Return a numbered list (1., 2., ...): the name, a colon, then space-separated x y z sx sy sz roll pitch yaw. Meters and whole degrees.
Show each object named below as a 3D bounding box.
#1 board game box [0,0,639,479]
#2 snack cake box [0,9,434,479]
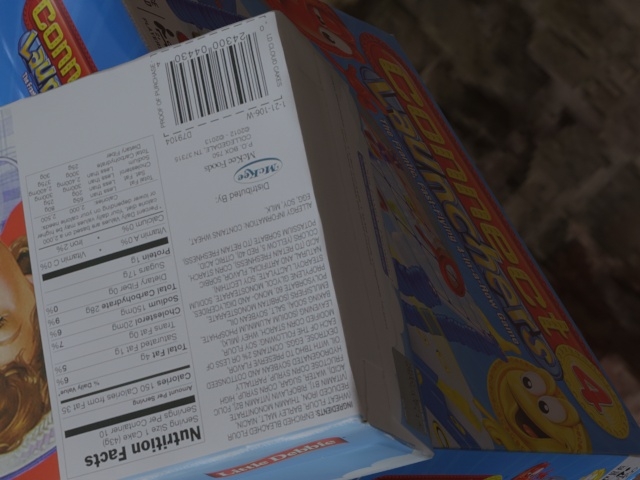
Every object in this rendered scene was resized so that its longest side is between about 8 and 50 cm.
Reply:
1. board game box: 0.000 0.000 0.778 0.302 0.086 0.308 12 -137 -56
2. snack cake box: -0.106 0.036 0.581 0.089 0.264 0.152 38 -142 -66
